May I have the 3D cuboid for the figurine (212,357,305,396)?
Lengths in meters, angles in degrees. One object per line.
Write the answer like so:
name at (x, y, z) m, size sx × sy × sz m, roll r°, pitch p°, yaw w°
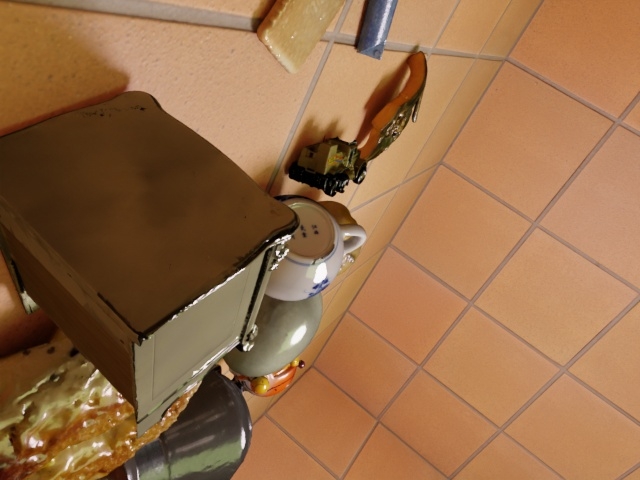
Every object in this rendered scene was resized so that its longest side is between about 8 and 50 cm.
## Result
figurine at (-0.215, 0.436, 1.593) m, size 0.323 × 0.196 × 0.320 m, roll -31°, pitch -158°, yaw -18°

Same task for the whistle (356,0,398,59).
whistle at (0.130, -0.495, 0.948) m, size 0.062 × 0.062 × 0.304 m, roll -44°, pitch 163°, yaw -31°

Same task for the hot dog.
hot dog at (-0.381, 0.256, 0.831) m, size 0.366 × 0.196 × 0.367 m, roll -27°, pitch 145°, yaw -35°

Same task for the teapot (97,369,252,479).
teapot at (-0.354, 0.504, 1.110) m, size 0.362 × 0.375 × 0.305 m, roll -7°, pitch 150°, yaw -50°

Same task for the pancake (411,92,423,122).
pancake at (0.313, -0.451, 1.555) m, size 0.184 × 0.020 × 0.190 m, roll 97°, pitch 8°, yaw -71°

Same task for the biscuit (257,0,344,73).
biscuit at (-0.007, -0.407, 0.790) m, size 0.249 × 0.030 × 0.160 m, roll -55°, pitch 165°, yaw 7°

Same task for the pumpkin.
pumpkin at (0.211, -0.370, 1.419) m, size 0.258 × 0.095 × 0.290 m, roll -48°, pitch 168°, yaw -33°

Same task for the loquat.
loquat at (0.000, 0.000, 1.400) m, size 0.244 × 0.244 × 0.244 m, roll -48°, pitch 165°, yaw -18°

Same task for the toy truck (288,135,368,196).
toy truck at (0.033, -0.201, 1.223) m, size 0.257 × 0.127 × 0.127 m, roll -26°, pitch 135°, yaw -61°

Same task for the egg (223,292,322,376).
egg at (-0.144, 0.243, 1.429) m, size 0.352 × 0.259 × 0.258 m, roll -48°, pitch 165°, yaw -16°

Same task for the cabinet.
cabinet at (-0.230, 0.038, 0.626) m, size 0.227 × 0.290 × 0.318 m, roll -40°, pitch 162°, yaw -39°

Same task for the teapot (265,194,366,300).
teapot at (-0.078, 0.028, 1.160) m, size 0.424 × 0.252 × 0.280 m, roll -11°, pitch 162°, yaw -26°
